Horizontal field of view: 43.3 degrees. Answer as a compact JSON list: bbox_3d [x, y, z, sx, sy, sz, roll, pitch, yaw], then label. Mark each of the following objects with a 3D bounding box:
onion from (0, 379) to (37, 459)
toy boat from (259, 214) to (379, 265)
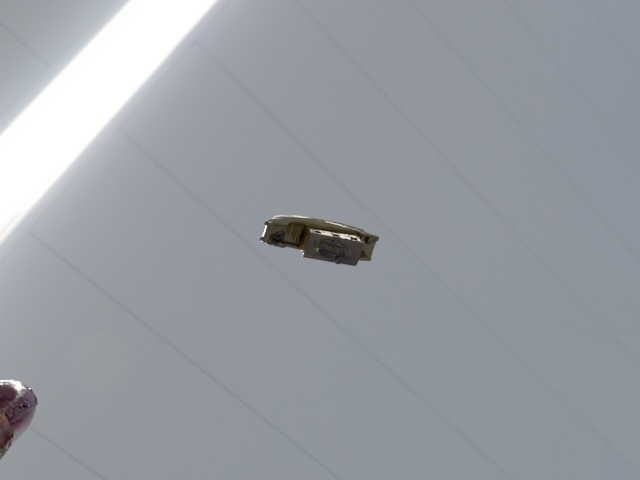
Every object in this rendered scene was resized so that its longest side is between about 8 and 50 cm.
[{"bbox_3d":[-0.399,0.190,0.878,0.150,0.150,0.140,-42,-84,-30],"label":"onion"},{"bbox_3d":[0.000,0.000,1.321,0.200,0.077,0.057,11,-68,-17],"label":"toy boat"}]
